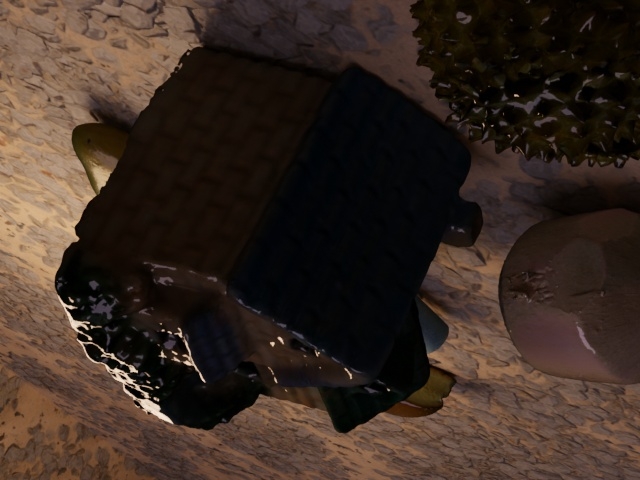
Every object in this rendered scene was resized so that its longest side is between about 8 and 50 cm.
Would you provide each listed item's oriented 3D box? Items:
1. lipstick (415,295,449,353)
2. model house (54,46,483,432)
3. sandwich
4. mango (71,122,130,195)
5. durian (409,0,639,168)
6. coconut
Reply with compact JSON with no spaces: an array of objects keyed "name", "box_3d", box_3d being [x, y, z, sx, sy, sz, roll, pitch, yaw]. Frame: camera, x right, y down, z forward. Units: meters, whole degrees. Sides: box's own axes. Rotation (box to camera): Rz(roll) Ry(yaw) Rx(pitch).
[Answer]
[{"name":"lipstick","box_3d":[0.087,0.070,1.768,0.274,0.061,0.068,42,162,-23]},{"name":"model house","box_3d":[-0.021,0.059,1.429,0.400,0.395,0.445,12,147,19]},{"name":"sandwich","box_3d":[0.111,0.248,2.064,0.244,0.090,0.088,21,152,8]},{"name":"mango","box_3d":[-0.292,-0.100,1.733,0.122,0.085,0.191,15,155,25]},{"name":"durian","box_3d":[0.217,-0.170,0.978,0.293,0.258,0.258,10,159,-16]},{"name":"coconut","box_3d":[0.335,0.062,1.361,0.224,0.224,0.234,35,159,-22]}]
